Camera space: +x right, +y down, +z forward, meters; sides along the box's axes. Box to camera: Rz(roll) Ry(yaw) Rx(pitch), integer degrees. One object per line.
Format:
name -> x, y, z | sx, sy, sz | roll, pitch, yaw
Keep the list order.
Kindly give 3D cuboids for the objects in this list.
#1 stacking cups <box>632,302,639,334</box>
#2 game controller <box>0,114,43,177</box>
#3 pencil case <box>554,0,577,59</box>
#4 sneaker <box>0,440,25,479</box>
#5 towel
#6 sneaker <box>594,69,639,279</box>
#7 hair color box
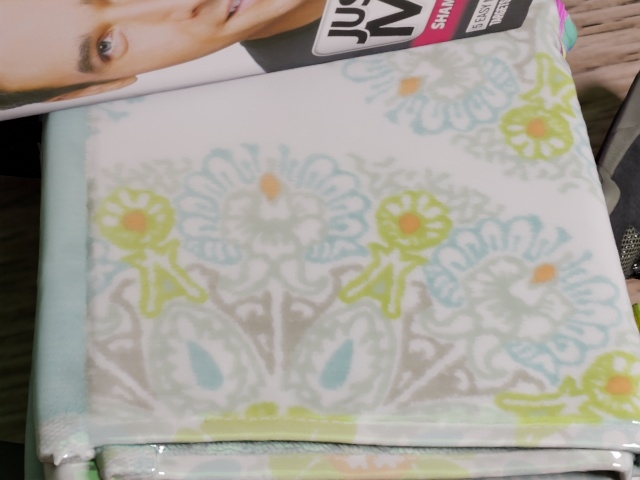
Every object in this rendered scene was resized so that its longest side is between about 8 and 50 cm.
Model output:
stacking cups -> 0.289, 0.075, 0.950 | 0.316, 0.096, 0.096 | -5, 59, 5
game controller -> -0.099, -0.111, 1.032 | 0.319, 0.067, 0.166 | 3, 59, -13
pencil case -> 0.115, -0.069, 1.047 | 0.104, 0.104, 0.236 | 16, 57, -6
sneaker -> -0.266, 0.102, 0.794 | 0.330, 0.122, 0.146 | 1, 96, -17
towel -> 0.000, 0.000, 0.878 | 0.320, 0.090, 0.374 | 0, 51, -7
sneaker -> 0.237, -0.015, 1.056 | 0.130, 0.087, 0.227 | 26, 51, 8
hair color box -> -0.056, -0.174, 0.827 | 0.374, 0.185, 0.114 | -11, 67, -15
